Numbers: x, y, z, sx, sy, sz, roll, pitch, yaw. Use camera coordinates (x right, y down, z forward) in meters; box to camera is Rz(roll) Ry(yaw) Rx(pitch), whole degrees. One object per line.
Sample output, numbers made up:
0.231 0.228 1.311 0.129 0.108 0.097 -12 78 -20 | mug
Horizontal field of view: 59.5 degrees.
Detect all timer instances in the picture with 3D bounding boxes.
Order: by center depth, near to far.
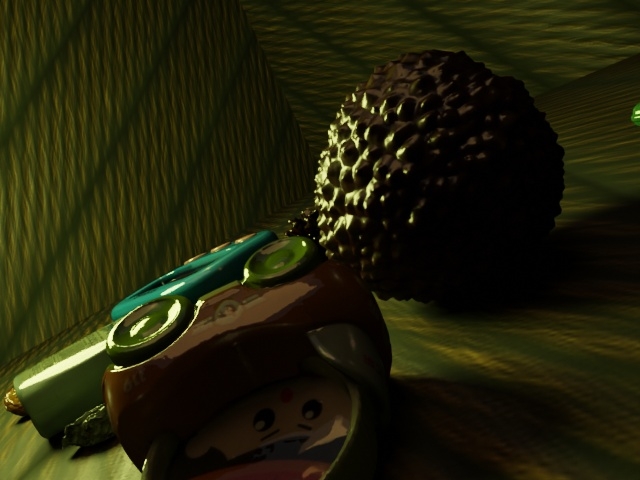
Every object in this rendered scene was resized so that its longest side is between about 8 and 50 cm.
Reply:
-0.247 0.097 1.160 0.339 0.115 0.309 -20 10 39 | timer

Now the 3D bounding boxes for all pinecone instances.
-0.001 0.001 0.994 0.140 0.121 0.140 -26 17 8 | pinecone

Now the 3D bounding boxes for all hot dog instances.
-0.522 0.280 1.049 0.147 0.065 0.099 -31 7 12 | hot dog

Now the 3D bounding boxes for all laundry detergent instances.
-0.332 0.187 0.899 0.280 0.105 0.214 -33 8 -28 | laundry detergent

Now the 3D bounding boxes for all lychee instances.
0.110 -0.053 0.591 0.267 0.268 0.267 -26 8 4 | lychee

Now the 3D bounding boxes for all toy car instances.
-0.037 0.123 0.401 0.234 0.145 0.235 -17 28 10 | toy car

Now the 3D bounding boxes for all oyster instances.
-0.269 0.235 0.708 0.098 0.037 0.100 -8 -30 -49 | oyster

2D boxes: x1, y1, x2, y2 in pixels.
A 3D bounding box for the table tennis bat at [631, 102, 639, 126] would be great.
0.564 -0.197 0.791 0.160 0.039 0.257 -30 14 -20 | table tennis bat
